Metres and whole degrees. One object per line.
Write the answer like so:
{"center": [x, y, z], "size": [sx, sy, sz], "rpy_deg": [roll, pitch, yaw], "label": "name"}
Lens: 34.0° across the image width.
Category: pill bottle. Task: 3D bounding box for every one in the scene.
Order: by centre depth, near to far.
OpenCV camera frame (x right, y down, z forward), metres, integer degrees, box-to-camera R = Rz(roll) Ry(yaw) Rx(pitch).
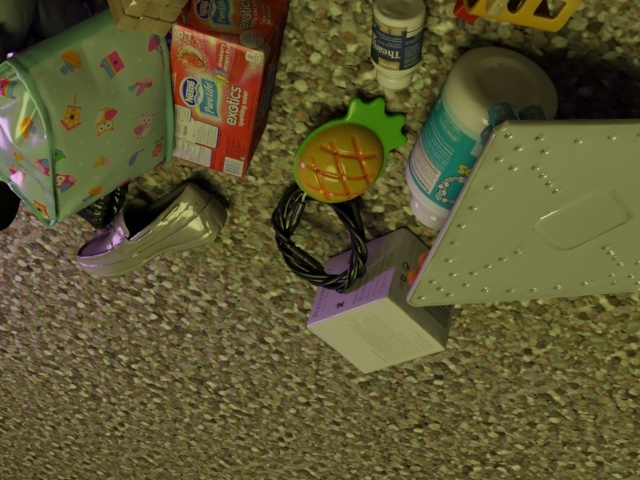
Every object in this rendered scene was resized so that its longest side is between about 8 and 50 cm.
{"center": [0.099, -0.256, 1.350], "size": [0.067, 0.067, 0.120], "rpy_deg": [12, 141, 9], "label": "pill bottle"}
{"center": [0.203, -0.123, 1.407], "size": [0.146, 0.146, 0.264], "rpy_deg": [20, 143, -1], "label": "pill bottle"}

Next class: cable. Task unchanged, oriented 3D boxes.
{"center": [0.000, 0.000, 1.657], "size": [0.151, 0.047, 0.184], "rpy_deg": [-10, 102, 17], "label": "cable"}

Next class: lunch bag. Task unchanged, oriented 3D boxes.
{"center": [-0.310, -0.182, 1.355], "size": [0.160, 0.223, 0.262], "rpy_deg": [40, 145, 21], "label": "lunch bag"}

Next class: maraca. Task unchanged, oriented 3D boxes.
{"center": [0.042, -0.129, 1.513], "size": [0.127, 0.099, 0.186], "rpy_deg": [34, 114, -27], "label": "maraca"}

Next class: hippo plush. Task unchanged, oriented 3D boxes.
{"center": [-0.492, -0.290, 1.425], "size": [0.237, 0.234, 0.294], "rpy_deg": [14, 162, 25], "label": "hippo plush"}

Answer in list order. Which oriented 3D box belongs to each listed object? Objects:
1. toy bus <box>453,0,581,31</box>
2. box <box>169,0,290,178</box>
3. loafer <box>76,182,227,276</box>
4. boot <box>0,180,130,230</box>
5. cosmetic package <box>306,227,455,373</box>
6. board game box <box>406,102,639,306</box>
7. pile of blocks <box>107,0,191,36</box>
{"center": [0.201, -0.304, 1.189], "size": [0.202, 0.104, 0.191], "rpy_deg": [-19, 144, 20], "label": "toy bus"}
{"center": [-0.133, -0.223, 1.445], "size": [0.128, 0.122, 0.256], "rpy_deg": [17, 142, 2], "label": "box"}
{"center": [-0.304, -0.023, 1.784], "size": [0.320, 0.112, 0.111], "rpy_deg": [-20, 123, 30], "label": "loafer"}
{"center": [-0.456, -0.087, 1.742], "size": [0.260, 0.131, 0.348], "rpy_deg": [23, 142, -5], "label": "boot"}
{"center": [0.105, 0.102, 1.718], "size": [0.184, 0.151, 0.151], "rpy_deg": [-24, 126, 40], "label": "cosmetic package"}
{"center": [0.341, -0.044, 1.391], "size": [0.390, 0.050, 0.390], "rpy_deg": [-3, 146, -17], "label": "board game box"}
{"center": [-0.231, -0.362, 1.256], "size": [0.113, 0.362, 0.148], "rpy_deg": [6, 116, -41], "label": "pile of blocks"}
